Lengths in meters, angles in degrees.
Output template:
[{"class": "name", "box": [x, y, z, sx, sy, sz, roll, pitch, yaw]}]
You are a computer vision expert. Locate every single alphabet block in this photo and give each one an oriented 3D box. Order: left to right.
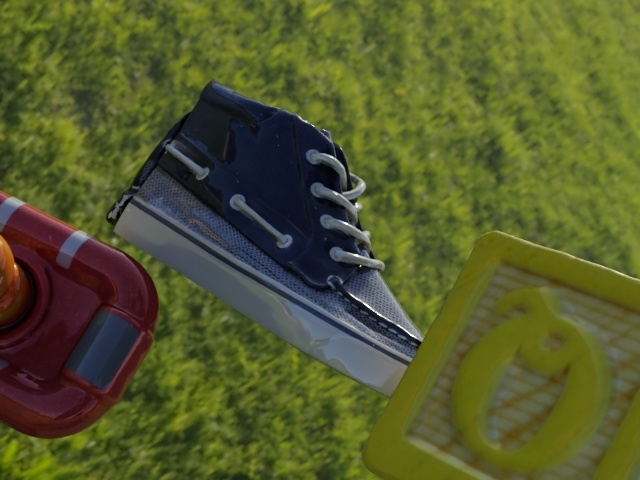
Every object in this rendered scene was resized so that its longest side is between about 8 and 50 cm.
[{"class": "alphabet block", "box": [0.182, 0.136, 0.903, 0.197, 0.193, 0.192, 38, 76, -45]}]

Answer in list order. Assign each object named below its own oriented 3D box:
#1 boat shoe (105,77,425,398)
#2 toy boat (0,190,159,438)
[{"class": "boat shoe", "box": [0.000, 0.000, 1.034, 0.340, 0.158, 0.127, 30, -2, 19]}, {"class": "toy boat", "box": [-0.236, 0.033, 0.944, 0.231, 0.151, 0.151, 25, 72, 14]}]
